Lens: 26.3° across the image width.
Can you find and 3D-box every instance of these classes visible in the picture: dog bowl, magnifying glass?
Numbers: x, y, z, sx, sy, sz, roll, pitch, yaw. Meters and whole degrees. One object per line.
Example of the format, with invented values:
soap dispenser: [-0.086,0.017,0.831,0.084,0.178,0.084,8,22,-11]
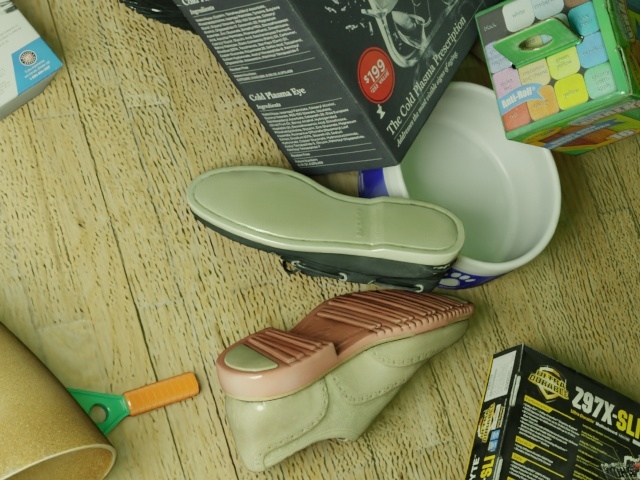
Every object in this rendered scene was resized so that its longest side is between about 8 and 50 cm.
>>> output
dog bowl: [0.185,-0.072,1.823,0.264,0.104,0.265,11,66,-25]
magnifying glass: [-0.241,0.192,1.530,0.231,0.026,0.092,-16,79,-31]

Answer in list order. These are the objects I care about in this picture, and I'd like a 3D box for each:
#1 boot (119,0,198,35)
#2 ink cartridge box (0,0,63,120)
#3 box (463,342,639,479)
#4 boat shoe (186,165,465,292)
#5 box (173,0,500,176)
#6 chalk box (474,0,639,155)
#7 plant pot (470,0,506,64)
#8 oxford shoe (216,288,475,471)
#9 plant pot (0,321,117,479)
boot: [-0.154,-0.375,1.752,0.246,0.094,0.207,20,66,-30]
ink cartridge box: [-0.412,-0.226,1.558,0.191,0.082,0.139,50,55,-2]
box: [0.345,0.317,1.780,0.322,0.079,0.257,27,59,-18]
boat shoe: [0.001,-0.003,1.684,0.340,0.113,0.127,7,48,-4]
box: [0.030,-0.311,1.722,0.312,0.179,0.343,53,52,-30]
chalk box: [0.327,-0.229,1.766,0.289,0.180,0.179,2,72,-56]
plant pot: [0.281,-0.301,1.972,0.096,0.109,0.109,50,55,-19]
oxford shoe: [0.037,0.158,1.660,0.397,0.140,0.147,-17,111,-38]
plant pot: [-0.366,0.167,1.367,0.237,0.237,0.254,-20,67,-34]
